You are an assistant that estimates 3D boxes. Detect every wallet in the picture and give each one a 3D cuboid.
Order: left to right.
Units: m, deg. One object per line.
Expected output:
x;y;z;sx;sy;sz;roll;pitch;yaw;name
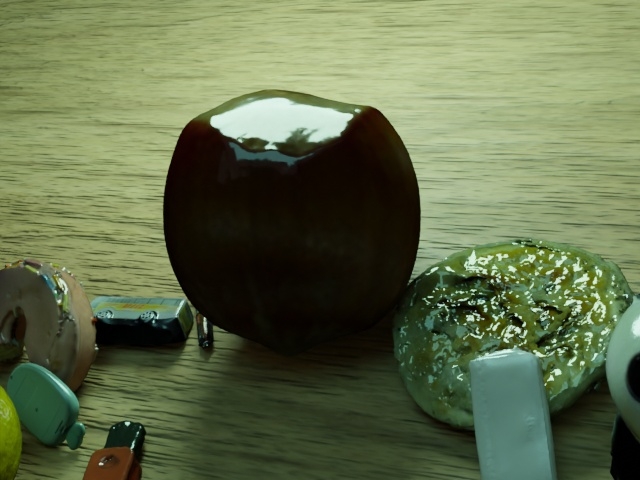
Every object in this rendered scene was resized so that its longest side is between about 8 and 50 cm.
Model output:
0.232;0.224;1.370;0.095;0.033;0.190;-8;73;20;wallet

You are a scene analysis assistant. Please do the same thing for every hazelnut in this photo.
-0.036;-0.035;1.580;0.365;0.366;0.366;-11;43;11;hazelnut

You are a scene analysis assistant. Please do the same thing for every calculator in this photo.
-0.392;0.239;1.627;0.153;0.021;0.095;40;110;22;calculator

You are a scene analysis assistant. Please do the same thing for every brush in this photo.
-0.292;0.368;1.482;0.070;0.051;0.323;-4;45;15;brush

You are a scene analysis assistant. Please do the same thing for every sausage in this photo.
-0.182;0.093;1.740;0.028;0.025;0.198;-43;35;24;sausage

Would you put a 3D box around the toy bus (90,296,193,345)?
-0.280;0.121;1.728;0.171;0.057;0.072;0;37;22;toy bus

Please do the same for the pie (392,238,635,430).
0.257;0.113;1.504;0.339;0.077;0.339;-12;43;11;pie

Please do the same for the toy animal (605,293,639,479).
0.421;0.178;1.239;0.212;0.267;0.213;-8;41;7;toy animal

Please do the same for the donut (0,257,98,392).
-0.423;0.126;1.713;0.232;0.085;0.199;23;101;36;donut

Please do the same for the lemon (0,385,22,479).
-0.524;0.270;1.543;0.240;0.240;0.219;-9;38;14;lemon
